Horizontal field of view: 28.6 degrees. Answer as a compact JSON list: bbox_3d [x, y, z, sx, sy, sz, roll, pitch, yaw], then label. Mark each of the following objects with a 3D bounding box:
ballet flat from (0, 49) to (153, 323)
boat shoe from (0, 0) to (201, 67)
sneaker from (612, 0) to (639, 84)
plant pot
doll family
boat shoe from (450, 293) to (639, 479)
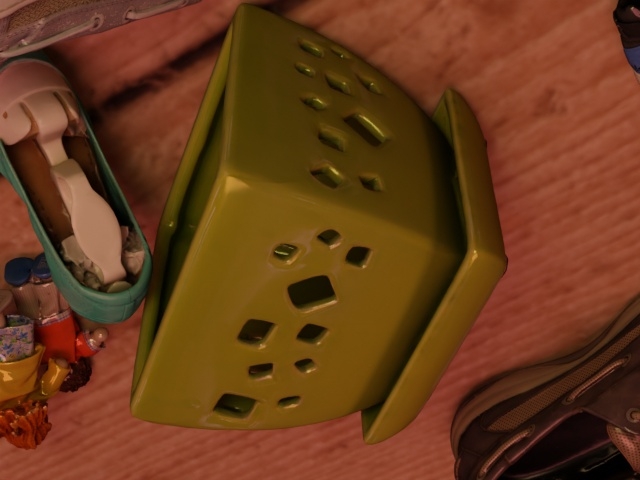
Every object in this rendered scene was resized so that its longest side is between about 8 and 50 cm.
[{"bbox_3d":[-0.186,-0.057,0.904,0.247,0.083,0.087,64,153,-3],"label":"ballet flat"},{"bbox_3d":[-0.186,-0.151,0.775,0.118,0.320,0.103,31,137,29],"label":"boat shoe"},{"bbox_3d":[0.274,-0.162,0.846,0.152,0.058,0.084,-18,130,25],"label":"sneaker"},{"bbox_3d":[0.000,0.000,0.892,0.207,0.228,0.227,15,127,-13],"label":"plant pot"},{"bbox_3d":[-0.314,0.113,1.061,0.263,0.118,0.163,-3,125,8],"label":"doll family"},{"bbox_3d":[0.264,0.139,1.013,0.355,0.130,0.132,-35,115,26],"label":"boat shoe"}]
